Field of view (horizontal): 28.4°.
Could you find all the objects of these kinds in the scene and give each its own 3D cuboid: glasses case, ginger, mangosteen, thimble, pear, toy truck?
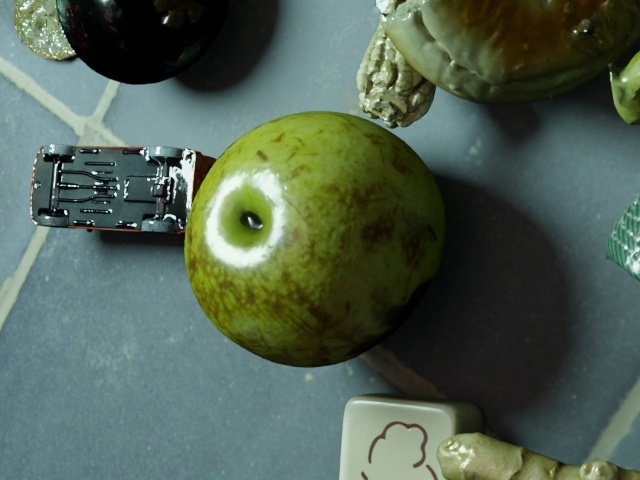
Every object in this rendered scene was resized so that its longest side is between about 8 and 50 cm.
[{"bbox_3d":[0.091,0.336,1.353,0.144,0.076,0.336,1,87,33],"label":"glasses case"},{"bbox_3d":[0.276,0.249,1.217,0.334,0.081,0.148,-2,123,30],"label":"ginger"},{"bbox_3d":[-0.220,-0.302,1.528,0.243,0.243,0.243,-3,85,32],"label":"mangosteen"},{"bbox_3d":[0.346,0.016,1.192,0.135,0.118,0.090,42,104,44],"label":"thimble"},{"bbox_3d":[0.000,0.000,1.329,0.283,0.283,0.283,-3,85,32],"label":"pear"},{"bbox_3d":[-0.240,-0.061,1.571,0.253,0.114,0.107,4,88,31],"label":"toy truck"}]

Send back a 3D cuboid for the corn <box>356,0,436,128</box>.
[{"bbox_3d":[0.095,-0.205,1.351,0.087,0.087,0.211,-14,36,31],"label":"corn"}]

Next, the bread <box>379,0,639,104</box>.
[{"bbox_3d":[0.226,-0.250,1.253,0.314,0.171,0.192,-44,105,-2],"label":"bread"}]

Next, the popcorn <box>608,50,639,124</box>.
[{"bbox_3d":[0.418,-0.133,1.059,0.335,0.279,0.274,6,117,15],"label":"popcorn"}]

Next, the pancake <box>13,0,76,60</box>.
[{"bbox_3d":[-0.354,-0.318,1.715,0.158,0.028,0.158,-4,83,30],"label":"pancake"}]

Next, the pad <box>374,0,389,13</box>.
[{"bbox_3d":[0.167,-0.294,1.396,0.211,0.003,0.143,-46,64,21],"label":"pad"}]
